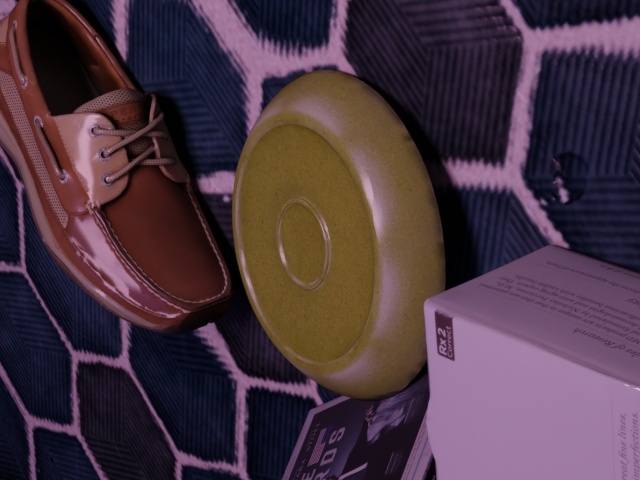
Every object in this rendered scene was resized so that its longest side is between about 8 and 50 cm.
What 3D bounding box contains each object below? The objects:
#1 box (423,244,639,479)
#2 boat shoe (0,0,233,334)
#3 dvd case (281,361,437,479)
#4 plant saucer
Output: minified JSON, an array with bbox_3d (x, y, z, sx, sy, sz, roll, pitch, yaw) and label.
[{"bbox_3d":[0.166,0.119,1.003,0.182,0.119,0.181,21,125,46],"label":"box"},{"bbox_3d":[-0.179,-0.071,1.361,0.324,0.122,0.120,52,139,20],"label":"boat shoe"},{"bbox_3d":[0.027,0.176,1.186,0.029,0.179,0.239,33,150,-17],"label":"dvd case"},{"bbox_3d":[0.000,0.000,1.197,0.241,0.037,0.241,23,119,52],"label":"plant saucer"}]
